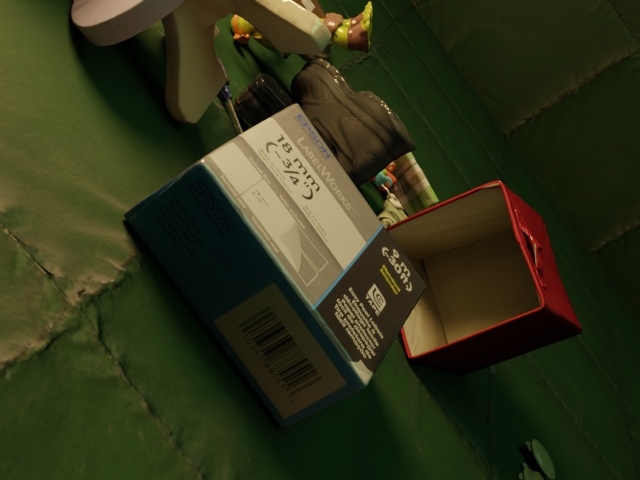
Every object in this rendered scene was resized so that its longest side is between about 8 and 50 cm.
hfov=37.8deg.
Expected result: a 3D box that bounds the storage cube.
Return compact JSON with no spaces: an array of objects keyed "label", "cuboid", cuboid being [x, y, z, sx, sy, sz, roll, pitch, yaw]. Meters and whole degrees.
[{"label":"storage cube","cuboid":[0.213,0.058,1.261,0.193,0.215,0.183,25,45,-57]}]

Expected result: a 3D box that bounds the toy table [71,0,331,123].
[{"label":"toy table","cuboid":[-0.121,-0.267,1.001,0.252,0.274,0.161,29,-17,47]}]

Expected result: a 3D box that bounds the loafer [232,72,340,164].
[{"label":"loafer","cuboid":[-0.039,-0.128,1.172,0.170,0.061,0.062,50,20,-3]}]

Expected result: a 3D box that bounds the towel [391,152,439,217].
[{"label":"towel","cuboid":[0.131,-0.110,1.528,0.152,0.023,0.113,60,-17,6]}]

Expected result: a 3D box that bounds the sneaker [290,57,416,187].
[{"label":"sneaker","cuboid":[0.011,-0.161,1.292,0.109,0.130,0.286,48,-1,-33]}]

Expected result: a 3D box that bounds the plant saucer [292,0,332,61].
[{"label":"plant saucer","cuboid":[-0.064,-0.429,1.627,0.278,0.041,0.278,47,21,-24]}]

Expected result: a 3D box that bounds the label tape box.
[{"label":"label tape box","cuboid":[-0.012,-0.006,0.940,0.240,0.106,0.333,54,28,-6]}]

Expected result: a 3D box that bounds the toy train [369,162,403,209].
[{"label":"toy train","cuboid":[0.095,-0.111,1.446,0.125,0.046,0.166,41,10,-19]}]

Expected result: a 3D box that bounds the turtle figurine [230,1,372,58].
[{"label":"turtle figurine","cuboid":[-0.037,-0.299,1.319,0.269,0.217,0.087,-62,155,-79]}]

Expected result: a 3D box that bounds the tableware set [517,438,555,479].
[{"label":"tableware set","cuboid":[0.334,0.368,1.340,0.168,0.020,0.141,59,22,4]}]

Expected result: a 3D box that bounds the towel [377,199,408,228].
[{"label":"towel","cuboid":[0.139,0.008,1.437,0.148,0.027,0.110,53,19,-9]}]

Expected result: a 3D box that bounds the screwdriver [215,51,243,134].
[{"label":"screwdriver","cuboid":[-0.108,-0.159,1.148,0.025,0.024,0.170,94,-25,-75]}]
